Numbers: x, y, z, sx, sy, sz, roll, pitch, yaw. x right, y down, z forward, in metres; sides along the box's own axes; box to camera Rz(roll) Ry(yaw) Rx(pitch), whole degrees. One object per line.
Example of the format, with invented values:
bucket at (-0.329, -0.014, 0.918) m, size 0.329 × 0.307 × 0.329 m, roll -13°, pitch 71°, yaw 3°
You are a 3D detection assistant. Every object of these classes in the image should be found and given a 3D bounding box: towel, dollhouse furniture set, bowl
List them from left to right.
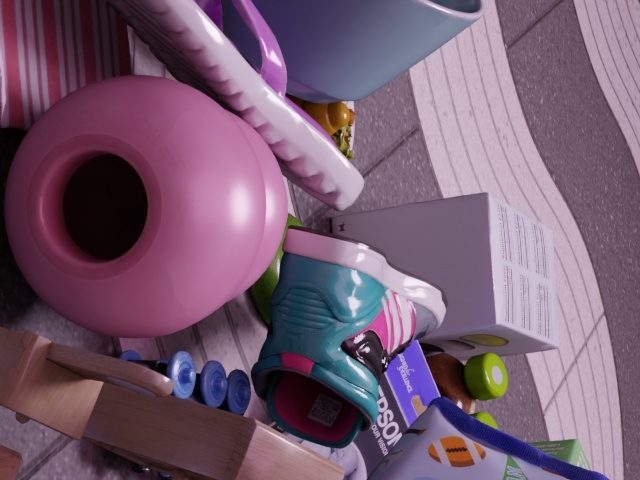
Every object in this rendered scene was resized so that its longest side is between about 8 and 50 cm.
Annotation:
towel at (-0.221, -0.154, 1.429) m, size 0.197 × 0.029 × 0.144 m, roll 4°, pitch 79°, yaw -61°
dollhouse furniture set at (-0.147, 0.279, 1.159) m, size 0.303 × 0.174 × 0.355 m, roll 37°, pitch 70°, yaw -49°
bowl at (-0.012, -0.248, 1.644) m, size 0.311 × 0.163 × 0.311 m, roll 30°, pitch 22°, yaw -14°

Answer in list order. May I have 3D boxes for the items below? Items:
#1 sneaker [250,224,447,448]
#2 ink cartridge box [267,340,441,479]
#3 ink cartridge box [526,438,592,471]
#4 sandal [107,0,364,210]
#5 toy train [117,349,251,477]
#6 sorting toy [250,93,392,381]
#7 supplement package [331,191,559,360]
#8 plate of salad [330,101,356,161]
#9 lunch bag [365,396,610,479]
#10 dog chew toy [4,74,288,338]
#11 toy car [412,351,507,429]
sneaker at (0.028, 0.104, 1.578) m, size 0.295 × 0.124 × 0.178 m, roll 30°, pitch 75°, yaw -63°
ink cartridge box at (0.053, 0.224, 1.727) m, size 0.208 × 0.045 × 0.206 m, roll -34°, pitch 121°, yaw -17°
ink cartridge box at (0.188, 0.362, 1.924) m, size 0.117 × 0.201 × 0.278 m, roll 67°, pitch 30°, yaw -28°
sandal at (-0.079, -0.177, 1.472) m, size 0.102 × 0.169 × 0.416 m, roll -50°, pitch 137°, yaw -7°
toy train at (-0.120, 0.156, 1.489) m, size 0.184 × 0.080 × 0.105 m, roll 26°, pitch 65°, yaw -60°
sorting toy at (0.000, 0.000, 1.727) m, size 0.127 × 0.126 × 0.365 m, roll -37°, pitch 115°, yaw -62°
supplement package at (0.144, 0.049, 1.930) m, size 0.203 × 0.194 × 0.149 m, roll 22°, pitch 62°, yaw -61°
plate of salad at (0.002, -0.162, 1.868) m, size 0.200 × 0.048 × 0.200 m, roll 27°, pitch 60°, yaw -60°
lunch bag at (0.068, 0.391, 1.562) m, size 0.328 × 0.239 × 0.385 m, roll -42°, pitch 152°, yaw -45°
dog chew toy at (-0.121, -0.027, 1.413) m, size 0.332 × 0.206 × 0.206 m, roll -2°, pitch 84°, yaw -74°
toy car at (0.086, 0.159, 1.852) m, size 0.188 × 0.155 × 0.149 m, roll 43°, pitch 44°, yaw -36°
